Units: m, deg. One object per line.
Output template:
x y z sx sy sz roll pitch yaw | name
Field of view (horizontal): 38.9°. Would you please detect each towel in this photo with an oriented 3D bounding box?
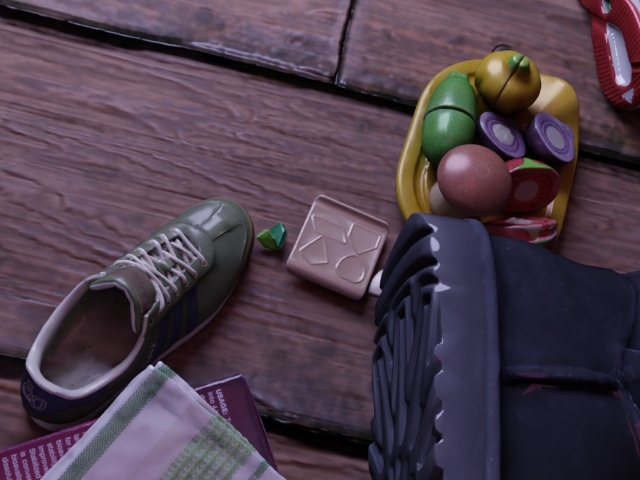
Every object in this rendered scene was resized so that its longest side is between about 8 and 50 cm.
-0.066 0.151 0.455 0.152 0.023 0.113 42 74 0 | towel

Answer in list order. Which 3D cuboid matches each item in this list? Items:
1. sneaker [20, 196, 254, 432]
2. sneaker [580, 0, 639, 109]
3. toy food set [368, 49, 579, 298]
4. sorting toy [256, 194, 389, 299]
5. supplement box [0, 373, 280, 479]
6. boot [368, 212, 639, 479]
-0.108 0.037 0.560 0.064 0.086 0.192 41 70 7 | sneaker
0.274 -0.209 0.716 0.128 0.087 0.221 -2 83 -18 | sneaker
0.123 -0.050 0.628 0.128 0.071 0.218 20 66 -4 | toy food set
0.000 0.000 0.629 0.083 0.012 0.062 23 67 0 | sorting toy
-0.122 0.147 0.510 0.188 0.104 0.080 -16 75 -13 | supplement box
0.250 0.183 0.477 0.445 0.146 0.367 10 69 -10 | boot
